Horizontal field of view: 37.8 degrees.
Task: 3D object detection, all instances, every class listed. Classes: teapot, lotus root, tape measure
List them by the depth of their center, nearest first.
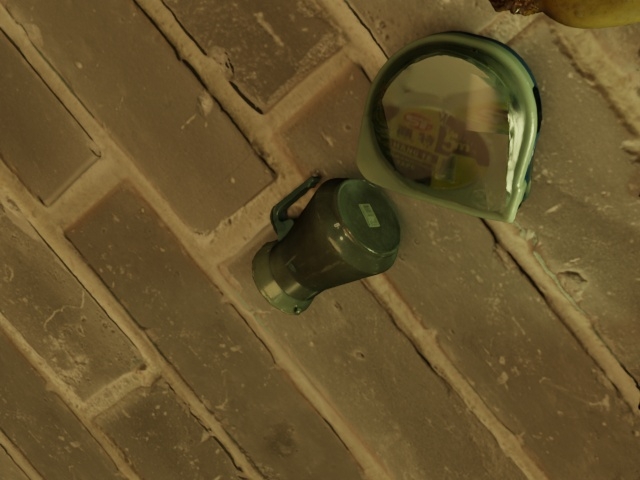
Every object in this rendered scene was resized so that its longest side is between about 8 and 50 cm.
[{"bbox_3d":[0.382,-0.359,1.188,0.342,0.151,0.169,-14,106,11],"label":"lotus root"},{"bbox_3d":[0.197,-0.172,1.371,0.259,0.138,0.262,17,117,13],"label":"tape measure"},{"bbox_3d":[0.000,0.000,1.523,0.225,0.171,0.203,-36,64,37],"label":"teapot"}]

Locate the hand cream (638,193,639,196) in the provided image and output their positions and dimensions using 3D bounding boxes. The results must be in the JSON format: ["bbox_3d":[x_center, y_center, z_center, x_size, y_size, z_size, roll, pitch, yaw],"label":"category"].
[{"bbox_3d":[0.575,-0.033,1.340,0.224,0.048,0.083,35,120,12],"label":"hand cream"}]

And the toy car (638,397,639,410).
[{"bbox_3d":[0.556,0.214,1.389,0.126,0.098,0.161,18,144,13],"label":"toy car"}]
